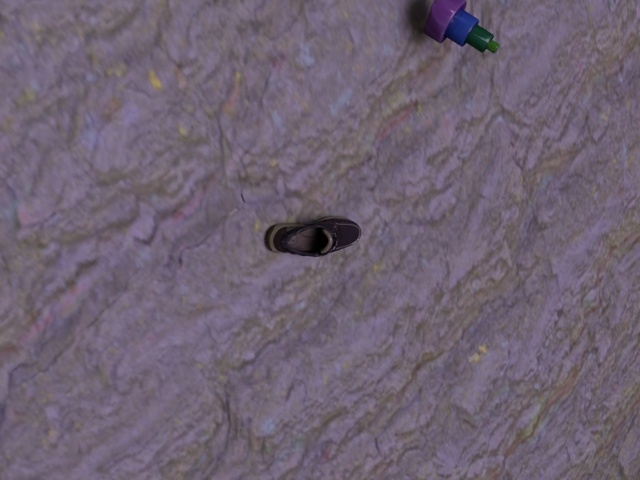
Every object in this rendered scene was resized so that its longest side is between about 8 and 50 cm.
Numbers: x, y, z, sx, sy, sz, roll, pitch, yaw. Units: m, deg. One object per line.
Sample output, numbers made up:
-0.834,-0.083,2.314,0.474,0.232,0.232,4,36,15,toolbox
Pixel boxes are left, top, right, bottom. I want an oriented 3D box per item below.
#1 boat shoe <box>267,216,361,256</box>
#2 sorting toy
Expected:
0.000,0.000,1.173,0.152,0.049,0.056,-9,110,-36,boat shoe
0.293,-0.398,1.186,0.366,0.126,0.127,-53,171,-11,sorting toy
